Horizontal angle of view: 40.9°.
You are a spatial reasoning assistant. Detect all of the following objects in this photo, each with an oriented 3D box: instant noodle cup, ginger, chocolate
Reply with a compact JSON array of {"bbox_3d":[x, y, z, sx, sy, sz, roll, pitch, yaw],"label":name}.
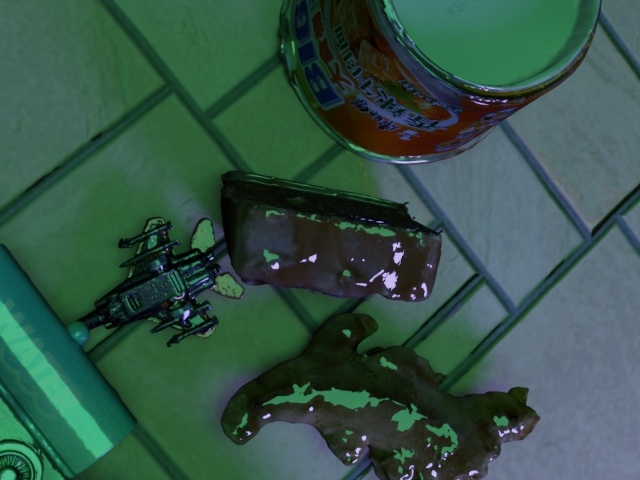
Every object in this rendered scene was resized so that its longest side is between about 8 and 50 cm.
[{"bbox_3d":[0.126,-0.229,0.849,0.296,0.214,0.297,1,86,-17],"label":"instant noodle cup"},{"bbox_3d":[0.071,0.171,0.890,0.333,0.080,0.166,18,67,-9],"label":"ginger"},{"bbox_3d":[0.000,0.000,0.837,0.214,0.148,0.093,8,102,-14],"label":"chocolate"}]

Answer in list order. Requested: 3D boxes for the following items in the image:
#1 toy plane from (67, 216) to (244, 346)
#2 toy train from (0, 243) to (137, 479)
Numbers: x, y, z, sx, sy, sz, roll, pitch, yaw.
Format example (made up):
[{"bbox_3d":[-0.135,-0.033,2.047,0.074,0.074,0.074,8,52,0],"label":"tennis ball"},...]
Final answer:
[{"bbox_3d":[-0.174,0.055,0.823,0.189,0.061,0.130,-27,96,-17],"label":"toy plane"},{"bbox_3d":[-0.276,0.124,0.767,0.159,0.101,0.248,-36,97,-13],"label":"toy train"}]
